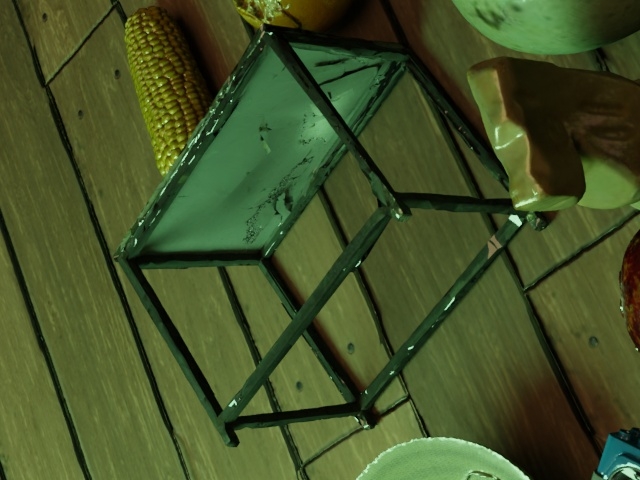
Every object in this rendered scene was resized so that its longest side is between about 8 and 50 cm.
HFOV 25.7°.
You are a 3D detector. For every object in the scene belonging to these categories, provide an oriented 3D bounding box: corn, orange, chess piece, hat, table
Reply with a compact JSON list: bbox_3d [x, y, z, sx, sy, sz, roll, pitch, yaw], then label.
[{"bbox_3d":[-0.177,-0.170,1.718,0.091,0.091,0.260,-29,65,21],"label":"corn"},{"bbox_3d":[-0.033,-0.297,1.548,0.155,0.134,0.154,-11,75,45],"label":"orange"},{"bbox_3d":[0.230,-0.088,1.177,0.137,0.301,0.137,-2,87,42],"label":"chess piece"},{"bbox_3d":[0.149,0.304,1.381,0.252,0.110,0.252,4,99,28],"label":"hat"},{"bbox_3d":[0.000,0.000,1.454,0.335,0.222,0.272,-54,54,30],"label":"table"}]

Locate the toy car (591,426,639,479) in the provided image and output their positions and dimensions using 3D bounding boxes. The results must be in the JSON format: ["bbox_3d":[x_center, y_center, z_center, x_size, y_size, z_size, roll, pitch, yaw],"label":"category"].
[{"bbox_3d":[0.333,0.207,1.214,0.191,0.097,0.100,25,106,41],"label":"toy car"}]

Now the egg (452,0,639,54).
[{"bbox_3d":[0.237,-0.333,1.182,0.287,0.288,0.379,54,137,30],"label":"egg"}]

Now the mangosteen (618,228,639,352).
[{"bbox_3d":[0.345,0.048,1.190,0.181,0.145,0.155,3,59,7],"label":"mangosteen"}]
